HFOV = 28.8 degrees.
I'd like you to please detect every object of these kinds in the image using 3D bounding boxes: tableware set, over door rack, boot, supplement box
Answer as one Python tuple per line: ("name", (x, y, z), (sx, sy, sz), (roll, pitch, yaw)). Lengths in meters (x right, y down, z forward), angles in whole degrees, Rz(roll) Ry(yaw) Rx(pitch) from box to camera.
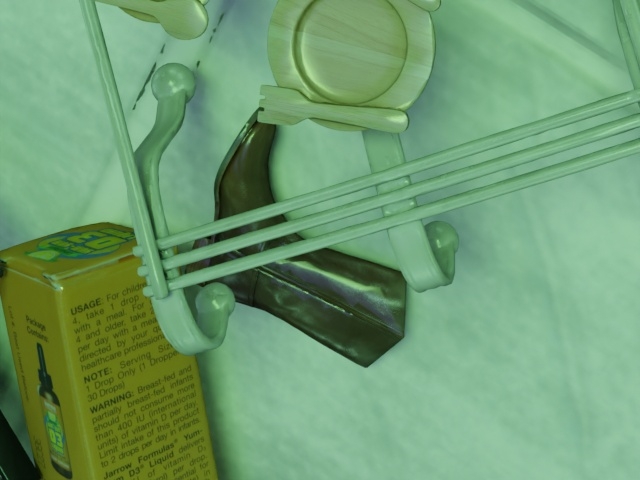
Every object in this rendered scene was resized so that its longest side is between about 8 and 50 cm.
("tableware set", (-0.009, -0.127, 0.453), (0.141, 0.020, 0.168), (25, 107, 11))
("over door rack", (0.004, -0.138, 0.515), (0.239, 0.108, 0.324), (-17, 95, 18))
("boot", (0.000, 0.000, 0.613), (0.114, 0.037, 0.106), (25, 117, 8))
("supplement box", (-0.104, 0.111, 0.655), (0.078, 0.080, 0.233), (14, 120, 49))

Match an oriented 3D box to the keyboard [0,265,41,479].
("keyboard", (-0.242, 0.000, 0.665), (0.201, 0.033, 0.317), (-37, 84, 44))
